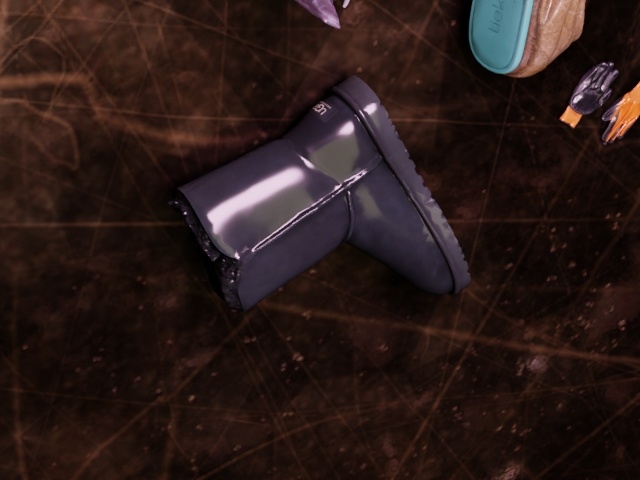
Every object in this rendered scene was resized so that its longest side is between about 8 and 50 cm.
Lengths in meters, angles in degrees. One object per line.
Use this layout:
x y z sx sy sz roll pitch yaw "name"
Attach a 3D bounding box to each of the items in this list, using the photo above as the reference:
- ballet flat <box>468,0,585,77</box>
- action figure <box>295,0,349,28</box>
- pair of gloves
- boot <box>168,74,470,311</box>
0.206 -0.298 1.513 0.124 0.116 0.342 -22 131 -34 "ballet flat"
0.041 -0.318 1.406 0.185 0.099 0.285 27 105 -26 "action figure"
0.273 -0.131 1.708 0.083 0.010 0.074 23 109 -33 "pair of gloves"
0.000 0.000 1.596 0.207 0.094 0.246 -35 122 -7 "boot"
